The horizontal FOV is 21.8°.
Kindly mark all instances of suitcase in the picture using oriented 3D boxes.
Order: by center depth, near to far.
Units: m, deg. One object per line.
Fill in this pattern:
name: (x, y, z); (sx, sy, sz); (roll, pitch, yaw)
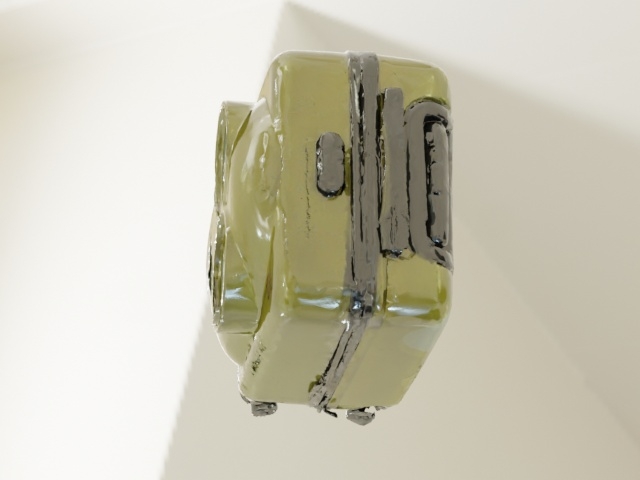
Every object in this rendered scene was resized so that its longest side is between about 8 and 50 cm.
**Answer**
suitcase: (0.000, 0.000, 1.072); (0.235, 0.143, 0.194); (111, 162, -64)
